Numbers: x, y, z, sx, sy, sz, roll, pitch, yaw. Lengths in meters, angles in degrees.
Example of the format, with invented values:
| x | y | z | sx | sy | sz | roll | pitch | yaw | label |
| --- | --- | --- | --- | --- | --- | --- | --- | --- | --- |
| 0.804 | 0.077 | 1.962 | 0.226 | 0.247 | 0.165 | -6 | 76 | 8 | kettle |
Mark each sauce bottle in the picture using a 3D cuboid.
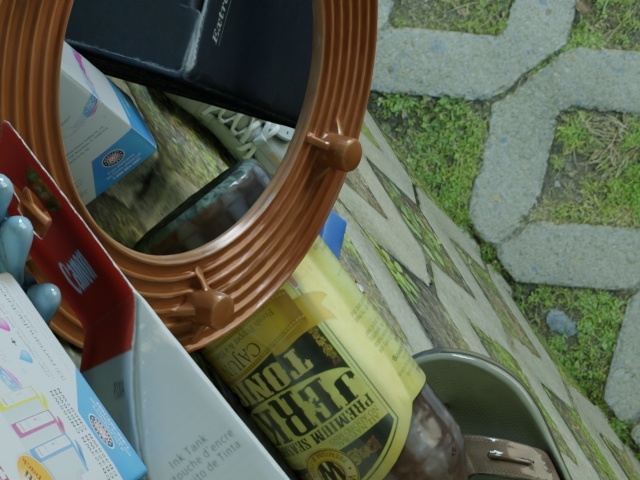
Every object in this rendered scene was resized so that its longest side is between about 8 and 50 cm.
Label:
| x | y | z | sx | sy | sz | roll | pitch | yaw | label |
| --- | --- | --- | --- | --- | --- | --- | --- | --- | --- |
| 0.020 | 0.109 | 1.075 | 0.344 | 0.111 | 0.111 | 51 | 10 | -5 | sauce bottle |

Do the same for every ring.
| x | y | z | sx | sy | sz | roll | pitch | yaw | label |
| --- | --- | --- | --- | --- | --- | --- | --- | --- | --- |
| -0.059 | -0.095 | 0.896 | 0.032 | 0.336 | 0.336 | 16 | -14 | 34 | ring |

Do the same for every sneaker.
| x | y | z | sx | sy | sz | roll | pitch | yaw | label |
| --- | --- | --- | --- | --- | --- | --- | --- | --- | --- |
| -0.070 | -0.124 | 1.537 | 0.121 | 0.099 | 0.262 | 60 | 12 | 11 | sneaker |

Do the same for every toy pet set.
| x | y | z | sx | sy | sz | roll | pitch | yaw | label |
| --- | --- | --- | --- | --- | --- | --- | --- | --- | --- |
| 0.000 | 0.000 | 1.510 | 0.122 | 0.065 | 0.114 | 58 | 10 | 28 | toy pet set |

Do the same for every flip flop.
| x | y | z | sx | sy | sz | roll | pitch | yaw | label |
| --- | --- | --- | --- | --- | --- | --- | --- | --- | --- |
| 0.162 | 0.217 | 1.463 | 0.277 | 0.112 | 0.080 | 59 | 24 | 1 | flip flop |

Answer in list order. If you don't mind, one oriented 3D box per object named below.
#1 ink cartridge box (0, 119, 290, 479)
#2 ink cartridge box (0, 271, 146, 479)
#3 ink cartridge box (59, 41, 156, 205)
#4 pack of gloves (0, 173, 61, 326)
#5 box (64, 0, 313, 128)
| x | y | z | sx | sy | sz | roll | pitch | yaw | label |
| --- | --- | --- | --- | --- | --- | --- | --- | --- | --- |
| -0.081 | 0.075 | 0.680 | 0.232 | 0.066 | 0.189 | 48 | -16 | -3 | ink cartridge box |
| -0.132 | 0.075 | 0.524 | 0.092 | 0.090 | 0.143 | 54 | 9 | 3 | ink cartridge box |
| -0.162 | -0.067 | 0.887 | 0.122 | 0.088 | 0.052 | 41 | 16 | -53 | ink cartridge box |
| -0.173 | -0.028 | 0.681 | 0.195 | 0.046 | 0.232 | 61 | -17 | 8 | pack of gloves |
| -0.088 | -0.250 | 1.116 | 0.212 | 0.293 | 0.395 | 16 | 2 | 12 | box |
